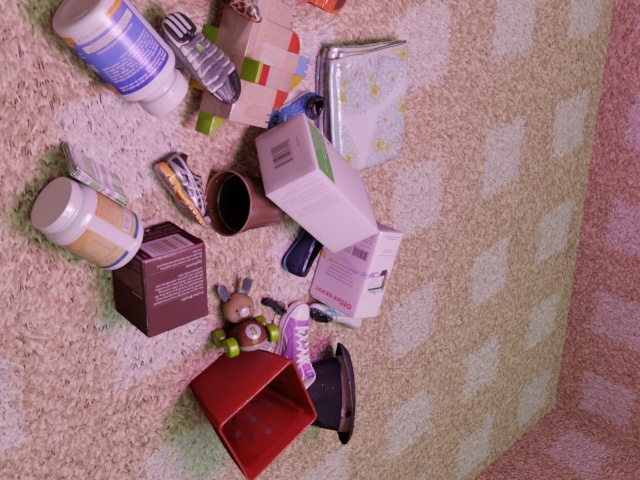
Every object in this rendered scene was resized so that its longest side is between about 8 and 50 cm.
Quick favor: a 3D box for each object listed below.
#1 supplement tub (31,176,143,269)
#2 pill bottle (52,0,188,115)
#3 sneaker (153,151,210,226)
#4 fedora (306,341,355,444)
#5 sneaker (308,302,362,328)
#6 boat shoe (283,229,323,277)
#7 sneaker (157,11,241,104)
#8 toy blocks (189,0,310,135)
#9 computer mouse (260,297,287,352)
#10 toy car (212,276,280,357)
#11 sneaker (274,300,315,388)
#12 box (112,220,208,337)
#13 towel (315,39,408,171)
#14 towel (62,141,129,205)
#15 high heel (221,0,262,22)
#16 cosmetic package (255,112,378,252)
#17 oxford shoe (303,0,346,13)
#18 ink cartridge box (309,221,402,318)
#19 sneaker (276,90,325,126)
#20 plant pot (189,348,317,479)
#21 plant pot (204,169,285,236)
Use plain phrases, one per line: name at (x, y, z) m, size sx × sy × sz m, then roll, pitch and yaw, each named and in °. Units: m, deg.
supplement tub at (-0.497, -0.036, 1.488) m, size 0.199 × 0.144 × 0.144 m, roll 39°, pitch 80°, yaw -48°
pill bottle at (-0.396, -0.383, 1.417) m, size 0.152 × 0.152 × 0.272 m, roll -53°, pitch 137°, yaw -12°
sneaker at (-0.315, -0.119, 1.682) m, size 0.083 × 0.084 × 0.215 m, roll -48°, pitch 135°, yaw -25°
fedora at (0.014, 0.494, 2.230) m, size 0.152 × 0.334 × 0.334 m, roll -1°, pitch 114°, yaw -9°
sneaker at (0.047, 0.228, 2.228) m, size 0.237 × 0.085 × 0.086 m, roll 20°, pitch 68°, yaw -45°
boat shoe at (0.000, 0.000, 2.042) m, size 0.258 × 0.089 × 0.109 m, roll -58°, pitch 151°, yaw -2°
sneaker at (-0.276, -0.390, 1.541) m, size 0.086 × 0.132 × 0.229 m, roll -46°, pitch 107°, yaw -28°
toy blocks at (-0.137, -0.422, 1.668) m, size 0.260 × 0.190 × 0.382 m, roll -1°, pitch 110°, yaw -57°
computer mouse at (-0.164, 0.266, 2.053) m, size 0.106 × 0.042 × 0.193 m, roll 26°, pitch 85°, yaw -53°
toy car at (-0.216, 0.199, 1.904) m, size 0.154 × 0.149 × 0.189 m, roll -17°, pitch 110°, yaw -28°
sneaker at (-0.057, 0.335, 2.106) m, size 0.102 × 0.161 × 0.282 m, roll 3°, pitch 106°, yaw -44°
box at (-0.383, 0.087, 1.647) m, size 0.168 × 0.167 × 0.203 m, roll -19°, pitch 122°, yaw -39°
towel at (0.125, -0.380, 1.994) m, size 0.320 × 0.090 × 0.375 m, roll -20°, pitch 122°, yaw -37°
towel at (-0.478, -0.144, 1.482) m, size 0.023 × 0.113 × 0.152 m, roll -41°, pitch 140°, yaw 11°
high heel at (-0.259, -0.528, 1.464) m, size 0.261 × 0.093 × 0.186 m, roll 48°, pitch 63°, yaw -4°
cosmetic package at (-0.005, -0.139, 1.813) m, size 0.155 × 0.197 × 0.365 m, roll -26°, pitch 147°, yaw 19°
oxford shoe at (-0.062, -0.622, 1.596) m, size 0.130 × 0.132 × 0.363 m, roll -63°, pitch 158°, yaw 8°
ink cartridge box at (0.105, 0.073, 2.107) m, size 0.117 × 0.201 × 0.278 m, roll 4°, pitch 106°, yaw -47°
sneaker at (-0.052, -0.338, 1.837) m, size 0.152 × 0.084 × 0.058 m, roll -42°, pitch 134°, yaw -23°
plant pot at (-0.210, 0.453, 1.950) m, size 0.267 × 0.235 × 0.268 m, roll -40°, pitch 134°, yaw -25°
plant pot at (-0.182, -0.098, 1.777) m, size 0.165 × 0.166 × 0.167 m, roll -7°, pitch 114°, yaw -51°
